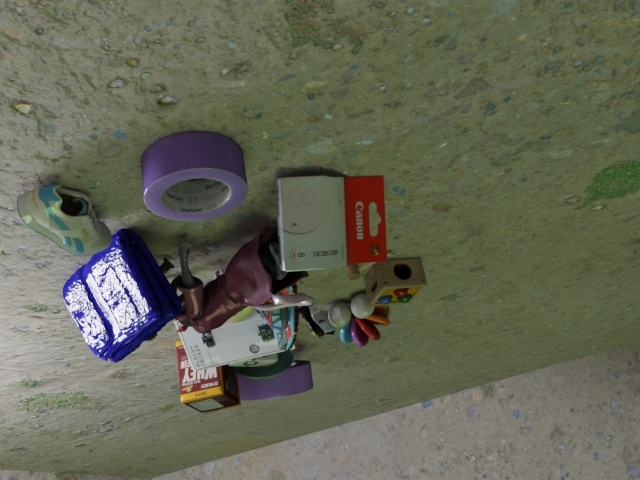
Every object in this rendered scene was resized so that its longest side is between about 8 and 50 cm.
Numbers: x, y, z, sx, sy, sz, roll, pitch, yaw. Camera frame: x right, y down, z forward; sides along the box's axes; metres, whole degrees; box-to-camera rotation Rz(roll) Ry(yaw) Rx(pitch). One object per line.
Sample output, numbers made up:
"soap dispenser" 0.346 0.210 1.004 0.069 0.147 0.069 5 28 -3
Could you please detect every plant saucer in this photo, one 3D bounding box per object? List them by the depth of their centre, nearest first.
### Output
"plant saucer" -0.180 0.397 2.338 0.195 0.195 0.037 -8 111 -7

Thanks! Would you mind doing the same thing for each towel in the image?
"towel" -0.450 0.131 1.616 0.308 0.227 0.076 -35 178 40

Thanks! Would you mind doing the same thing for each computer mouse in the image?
"computer mouse" 0.004 0.244 2.203 0.042 0.106 0.193 -40 160 11

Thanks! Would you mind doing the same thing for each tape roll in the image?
"tape roll" -0.230 -0.114 1.349 0.189 0.080 0.189 -8 155 -4
"tape roll" -0.164 0.467 2.471 0.275 0.090 0.275 -7 178 0

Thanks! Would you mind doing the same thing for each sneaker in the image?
"sneaker" -0.468 -0.036 1.412 0.092 0.087 0.229 -21 155 15
"sneaker" -0.118 0.156 1.849 0.125 0.104 0.261 -1 111 4

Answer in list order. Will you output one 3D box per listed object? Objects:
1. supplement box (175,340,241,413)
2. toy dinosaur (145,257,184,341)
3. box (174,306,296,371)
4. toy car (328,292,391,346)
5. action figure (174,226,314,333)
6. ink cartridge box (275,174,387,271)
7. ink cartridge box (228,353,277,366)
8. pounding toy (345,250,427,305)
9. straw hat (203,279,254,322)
"supplement box" -0.346 0.414 2.277 0.129 0.191 0.194 -14 155 6
"toy dinosaur" -0.388 0.141 1.719 0.121 0.160 0.313 33 150 3
"box" -0.224 0.234 1.973 0.290 0.087 0.169 -13 112 6
"toy car" 0.122 0.244 2.172 0.182 0.136 0.159 -24 152 26
"action figure" -0.190 0.124 1.662 0.370 0.275 0.248 -37 155 19
"ink cartridge box" 0.029 -0.038 1.490 0.233 0.188 0.066 -3 -176 -11
"ink cartridge box" -0.228 0.326 2.244 0.180 0.104 0.060 8 148 -33
"pounding toy" 0.171 0.107 1.954 0.206 0.094 0.181 -3 154 -18
"straw hat" -0.237 0.164 1.864 0.145 0.061 0.144 0 111 1
